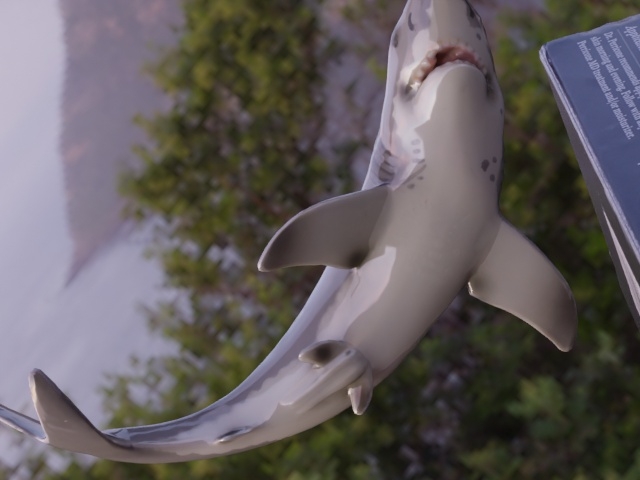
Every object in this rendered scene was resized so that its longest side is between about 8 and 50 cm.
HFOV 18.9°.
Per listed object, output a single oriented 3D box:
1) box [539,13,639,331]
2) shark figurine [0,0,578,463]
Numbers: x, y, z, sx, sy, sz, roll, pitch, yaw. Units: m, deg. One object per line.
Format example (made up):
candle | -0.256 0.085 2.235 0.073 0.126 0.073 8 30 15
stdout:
box | 0.311 -0.015 0.978 0.312 0.179 0.343 -20 28 6
shark figurine | -0.007 0.028 0.863 0.278 0.166 0.116 -43 22 -1
